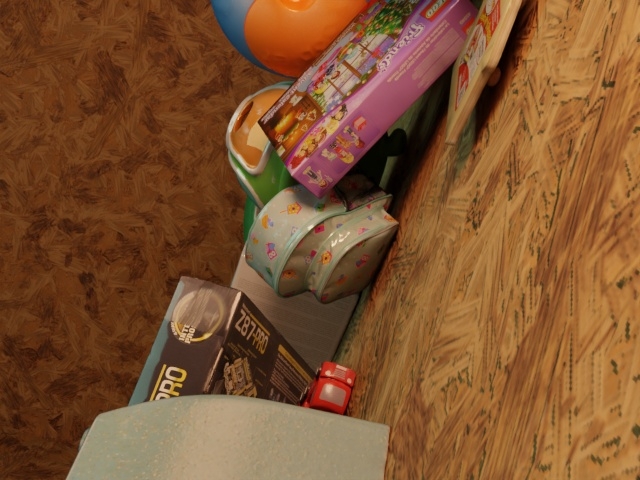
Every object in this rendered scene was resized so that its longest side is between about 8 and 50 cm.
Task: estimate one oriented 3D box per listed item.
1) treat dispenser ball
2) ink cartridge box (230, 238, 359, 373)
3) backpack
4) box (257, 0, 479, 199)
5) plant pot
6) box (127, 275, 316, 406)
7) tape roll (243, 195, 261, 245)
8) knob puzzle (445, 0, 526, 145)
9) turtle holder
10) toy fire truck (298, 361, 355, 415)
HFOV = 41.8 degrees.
[{"bbox_3d":[-0.022,-0.384,1.238,0.288,0.288,0.288,-160,90,-87],"label":"treat dispenser ball"},{"bbox_3d":[-0.062,0.130,1.309,0.066,0.189,0.232,-75,5,-57],"label":"ink cartridge box"},{"bbox_3d":[0.000,0.000,1.120,0.144,0.188,0.166,53,137,30],"label":"backpack"},{"bbox_3d":[0.055,-0.210,1.074,0.293,0.057,0.201,-46,31,8],"label":"box"},{"bbox_3d":[-0.110,0.278,0.718,0.247,0.252,0.247,-73,5,-51],"label":"plant pot"},{"bbox_3d":[-0.125,0.266,1.068,0.395,0.097,0.318,59,-131,-61],"label":"box"},{"bbox_3d":[-0.041,-0.061,1.680,0.321,0.077,0.321,-17,69,51],"label":"tape roll"},{"bbox_3d":[0.177,-0.210,0.821,0.213,0.030,0.213,-160,90,-87],"label":"knob puzzle"},{"bbox_3d":[-0.005,-0.140,1.352,0.320,0.227,0.243,-16,-52,-53],"label":"turtle holder"},{"bbox_3d":[-0.013,0.249,1.060,0.192,0.047,0.135,116,173,-54],"label":"toy fire truck"}]
